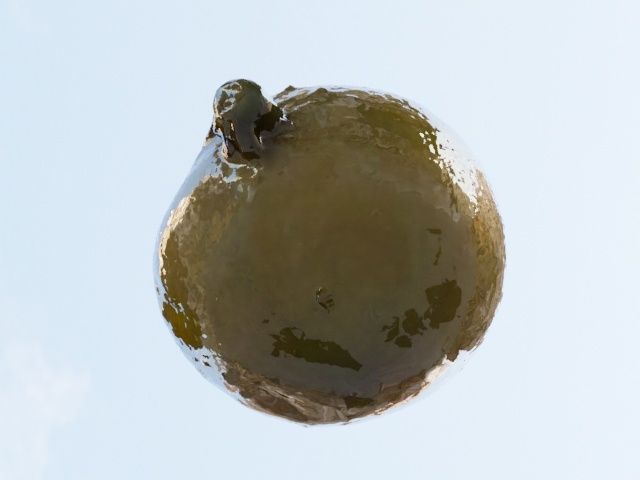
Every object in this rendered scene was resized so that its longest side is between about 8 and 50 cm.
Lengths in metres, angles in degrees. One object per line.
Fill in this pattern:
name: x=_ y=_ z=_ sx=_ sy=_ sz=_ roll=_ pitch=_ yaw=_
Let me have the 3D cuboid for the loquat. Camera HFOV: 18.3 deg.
loquat: x=0.000 y=0.000 z=0.960 sx=0.172 sy=0.149 sz=0.204 roll=-18 pitch=-54 yaw=20
